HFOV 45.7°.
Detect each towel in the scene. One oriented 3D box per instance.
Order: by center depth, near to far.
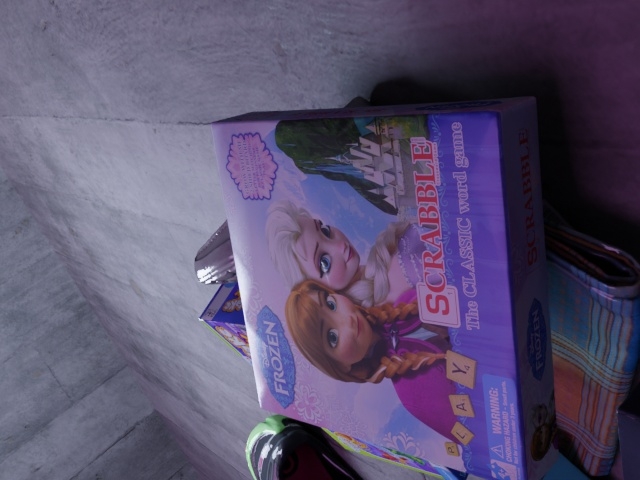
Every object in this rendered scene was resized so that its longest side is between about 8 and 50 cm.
[{"bbox_3d":[0.189,0.093,0.782,0.271,0.040,0.370,30,152,34],"label":"towel"}]

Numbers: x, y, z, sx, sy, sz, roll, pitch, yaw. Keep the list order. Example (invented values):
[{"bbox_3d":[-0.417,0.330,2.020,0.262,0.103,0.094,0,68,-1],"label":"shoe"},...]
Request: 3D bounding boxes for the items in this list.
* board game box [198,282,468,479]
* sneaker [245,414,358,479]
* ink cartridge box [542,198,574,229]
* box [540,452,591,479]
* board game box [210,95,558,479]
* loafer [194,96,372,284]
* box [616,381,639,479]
[{"bbox_3d":[0.032,0.184,1.017,0.233,0.078,0.347,0,140,49],"label":"board game box"},{"bbox_3d":[0.016,0.579,1.551,0.482,0.185,0.202,55,157,-8],"label":"sneaker"},{"bbox_3d":[0.200,0.012,0.725,0.063,0.029,0.115,48,157,8],"label":"ink cartridge box"},{"bbox_3d":[0.213,0.240,0.861,0.244,0.060,0.100,42,167,-18],"label":"box"},{"bbox_3d":[0.049,0.037,0.700,0.318,0.066,0.318,5,110,42],"label":"board game box"},{"bbox_3d":[-0.038,-0.044,0.870,0.319,0.112,0.111,-32,72,33],"label":"loafer"},{"bbox_3d":[0.322,0.130,0.534,0.156,0.158,0.093,20,139,46],"label":"box"}]
